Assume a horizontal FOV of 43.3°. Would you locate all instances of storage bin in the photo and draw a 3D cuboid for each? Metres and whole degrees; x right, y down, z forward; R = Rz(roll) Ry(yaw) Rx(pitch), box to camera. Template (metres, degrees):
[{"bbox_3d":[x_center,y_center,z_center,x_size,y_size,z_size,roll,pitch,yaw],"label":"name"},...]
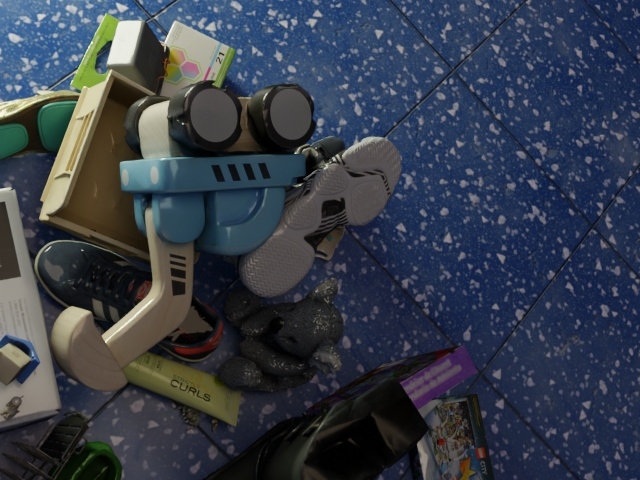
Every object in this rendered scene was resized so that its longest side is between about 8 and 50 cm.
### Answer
[{"bbox_3d":[-0.317,-0.111,1.408,0.262,0.123,0.260,26,74,-36],"label":"storage bin"},{"bbox_3d":[-0.329,-0.327,1.455,0.098,0.091,0.135,1,65,12],"label":"storage bin"}]

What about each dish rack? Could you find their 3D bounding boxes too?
[{"bbox_3d":[-0.460,0.369,1.219,0.074,0.208,0.271,42,62,-20],"label":"dish rack"}]

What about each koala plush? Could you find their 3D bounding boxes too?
[{"bbox_3d":[-0.038,0.164,1.430,0.203,0.221,0.196,18,58,-33],"label":"koala plush"}]

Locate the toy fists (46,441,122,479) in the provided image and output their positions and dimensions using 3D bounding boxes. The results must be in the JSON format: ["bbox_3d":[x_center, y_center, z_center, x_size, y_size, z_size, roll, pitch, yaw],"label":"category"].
[{"bbox_3d":[-0.410,0.440,1.251,0.096,0.142,0.279,41,62,-26],"label":"toy fists"}]

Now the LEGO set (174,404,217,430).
[{"bbox_3d":[-0.218,0.311,1.436,0.083,0.023,0.054,6,72,-22],"label":"LEGO set"}]

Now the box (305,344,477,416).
[{"bbox_3d":[0.118,0.270,1.440,0.201,0.293,0.057,-26,87,-28],"label":"box"}]

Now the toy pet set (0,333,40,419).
[{"bbox_3d":[-0.452,0.184,1.110,0.122,0.065,0.114,41,99,-4],"label":"toy pet set"}]

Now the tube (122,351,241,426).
[{"bbox_3d":[-0.249,0.248,1.423,0.240,0.062,0.070,26,80,-16],"label":"tube"}]

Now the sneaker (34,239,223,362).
[{"bbox_3d":[-0.319,0.090,1.391,0.350,0.148,0.131,27,65,-13],"label":"sneaker"}]

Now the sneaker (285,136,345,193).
[{"bbox_3d":[-0.005,-0.155,1.595,0.086,0.163,0.226,48,61,-2],"label":"sneaker"}]

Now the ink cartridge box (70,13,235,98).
[{"bbox_3d":[-0.320,-0.329,1.549,0.255,0.097,0.189,24,67,-15],"label":"ink cartridge box"}]

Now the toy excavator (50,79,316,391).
[{"bbox_3d":[-0.212,-0.017,1.277,0.432,0.222,0.445,-8,96,-37],"label":"toy excavator"}]

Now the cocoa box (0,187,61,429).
[{"bbox_3d":[-0.551,0.130,1.233,0.231,0.228,0.347,-11,80,-25],"label":"cocoa box"}]

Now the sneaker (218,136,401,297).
[{"bbox_3d":[-0.033,-0.064,1.454,0.366,0.210,0.137,-44,119,-13],"label":"sneaker"}]

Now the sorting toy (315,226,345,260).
[{"bbox_3d":[0.000,0.000,1.618,0.083,0.045,0.075,11,77,-20],"label":"sorting toy"}]

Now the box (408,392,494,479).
[{"bbox_3d":[0.255,0.428,1.591,0.159,0.044,0.233,-3,75,-24],"label":"box"}]

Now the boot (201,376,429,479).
[{"bbox_3d":[-0.060,0.389,1.241,0.146,0.445,0.367,46,62,-4],"label":"boot"}]

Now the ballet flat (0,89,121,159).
[{"bbox_3d":[-0.519,-0.210,1.428,0.348,0.123,0.123,-19,82,-29],"label":"ballet flat"}]
